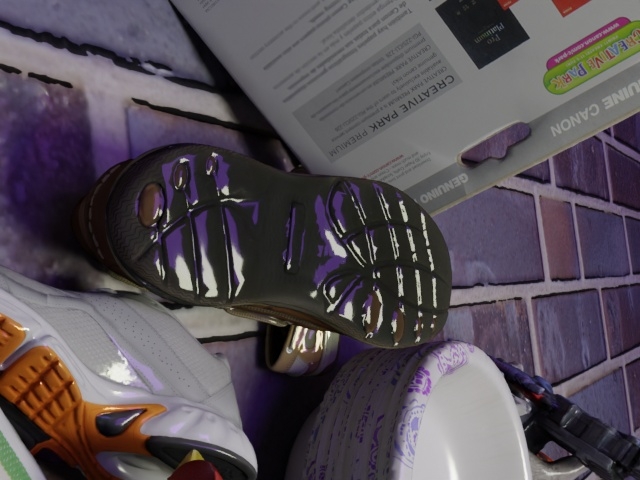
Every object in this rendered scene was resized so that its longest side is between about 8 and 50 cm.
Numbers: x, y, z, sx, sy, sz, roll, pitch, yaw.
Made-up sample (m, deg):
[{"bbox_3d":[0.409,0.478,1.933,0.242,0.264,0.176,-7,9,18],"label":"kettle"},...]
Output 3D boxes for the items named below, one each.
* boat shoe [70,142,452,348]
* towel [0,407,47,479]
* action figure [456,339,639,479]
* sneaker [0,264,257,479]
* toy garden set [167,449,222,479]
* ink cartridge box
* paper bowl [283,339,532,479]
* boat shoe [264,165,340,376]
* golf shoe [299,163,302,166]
[{"bbox_3d":[-0.029,0.005,0.580,0.324,0.120,0.122,20,76,-43],"label":"boat shoe"},{"bbox_3d":[-0.212,0.212,0.292,0.325,0.038,0.247,-58,147,-45],"label":"towel"},{"bbox_3d":[0.243,0.268,0.874,0.178,0.341,0.330,-40,115,-14],"label":"action figure"},{"bbox_3d":[-0.149,0.065,0.454,0.262,0.099,0.121,42,21,-34],"label":"sneaker"},{"bbox_3d":[-0.096,0.241,0.419,0.244,0.049,0.203,-47,138,-24],"label":"toy garden set"},{"bbox_3d":[0.087,-0.181,0.605,0.272,0.309,0.130,52,39,-13],"label":"ink cartridge box"},{"bbox_3d":[0.074,0.233,0.688,0.284,0.148,0.284,19,67,-55],"label":"paper bowl"},{"bbox_3d":[-0.021,0.021,0.677,0.072,0.068,0.189,10,72,-40],"label":"boat shoe"},{"bbox_3d":[0.044,-0.079,0.780,0.176,0.086,0.069,32,58,-49],"label":"golf shoe"}]
